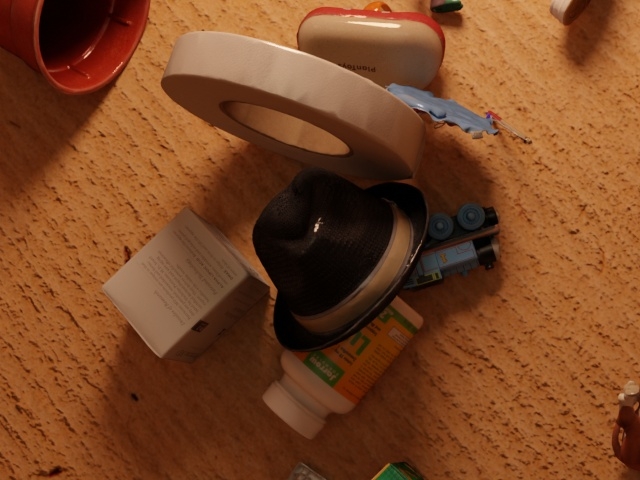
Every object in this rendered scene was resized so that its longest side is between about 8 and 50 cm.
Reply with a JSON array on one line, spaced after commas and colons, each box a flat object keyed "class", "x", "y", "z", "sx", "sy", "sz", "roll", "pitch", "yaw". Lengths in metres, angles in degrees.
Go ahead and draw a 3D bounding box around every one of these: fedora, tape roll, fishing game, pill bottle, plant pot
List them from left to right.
[{"class": "plant pot", "x": -0.468, "y": -0.411, "z": 1.753, "sx": 0.265, "sy": 0.272, "sz": 0.272, "roll": 25, "pitch": 85, "yaw": 23}, {"class": "tape roll", "x": -0.037, "y": -0.188, "z": 1.545, "sx": 0.392, "sy": 0.392, "sz": 0.072, "roll": 17, "pitch": 83, "yaw": 14}, {"class": "fedora", "x": 0.000, "y": 0.000, "z": 1.529, "sx": 0.152, "sy": 0.334, "sz": 0.334, "roll": 42, "pitch": 89, "yaw": -22}, {"class": "pill bottle", "x": 0.028, "y": 0.171, "z": 1.591, "sx": 0.136, "sy": 0.136, "sz": 0.245, "roll": 39, "pitch": 89, "yaw": 16}, {"class": "fishing game", "x": 0.177, "y": -0.185, "z": 1.573, "sx": 0.264, "sy": 0.189, "sz": 0.041, "roll": 11, "pitch": 110, "yaw": -26}]

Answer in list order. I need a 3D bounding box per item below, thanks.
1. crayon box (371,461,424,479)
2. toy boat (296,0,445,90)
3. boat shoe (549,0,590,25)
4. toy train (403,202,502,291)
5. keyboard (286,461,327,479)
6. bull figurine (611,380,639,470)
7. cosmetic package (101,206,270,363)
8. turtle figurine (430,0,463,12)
[{"class": "crayon box", "x": 0.040, "y": 0.440, "z": 1.522, "sx": 0.278, "sy": 0.165, "sz": 0.081, "roll": -46, "pitch": 74, "yaw": 1}, {"class": "toy boat", "x": 0.085, "y": -0.321, "z": 1.691, "sx": 0.231, "sy": 0.151, "sz": 0.151, "roll": 8, "pitch": 52, "yaw": 13}, {"class": "boat shoe", "x": 0.407, "y": -0.463, "z": 1.663, "sx": 0.096, "sy": 0.098, "sz": 0.277, "roll": 24, "pitch": 75, "yaw": 15}, {"class": "toy train", "x": 0.191, "y": 0.010, "z": 1.624, "sx": 0.184, "sy": 0.080, "sz": 0.105, "roll": -17, "pitch": 85, "yaw": 5}, {"class": "keyboard", "x": -0.074, "y": 0.458, "z": 1.596, "sx": 0.072, "sy": 0.014, "sz": 0.256, "roll": 31, "pitch": 77, "yaw": 19}, {"class": "bull figurine", "x": 0.554, "y": 0.249, "z": 1.461, "sx": 0.310, "sy": 0.101, "sz": 0.188, "roll": -11, "pitch": 117, "yaw": 16}, {"class": "cosmetic package", "x": -0.205, "y": 0.073, "z": 1.649, "sx": 0.184, "sy": 0.151, "sz": 0.151, "roll": -44, "pitch": 75, "yaw": 2}, {"class": "turtle figurine", "x": 0.181, "y": -0.492, "z": 1.705, "sx": 0.175, "sy": 0.118, "sz": 0.234, "roll": 7, "pitch": 80, "yaw": -29}]
